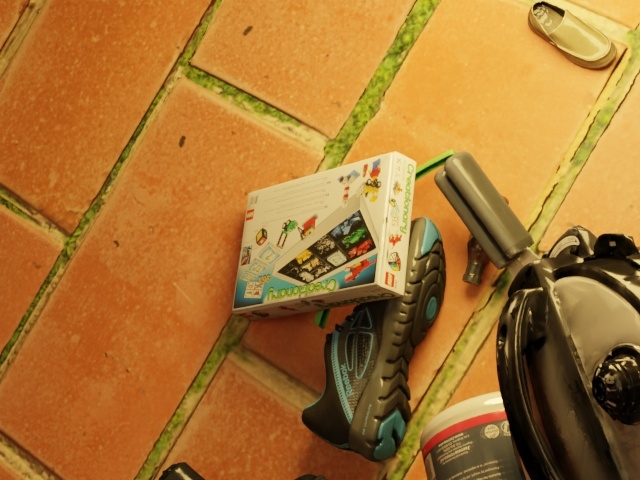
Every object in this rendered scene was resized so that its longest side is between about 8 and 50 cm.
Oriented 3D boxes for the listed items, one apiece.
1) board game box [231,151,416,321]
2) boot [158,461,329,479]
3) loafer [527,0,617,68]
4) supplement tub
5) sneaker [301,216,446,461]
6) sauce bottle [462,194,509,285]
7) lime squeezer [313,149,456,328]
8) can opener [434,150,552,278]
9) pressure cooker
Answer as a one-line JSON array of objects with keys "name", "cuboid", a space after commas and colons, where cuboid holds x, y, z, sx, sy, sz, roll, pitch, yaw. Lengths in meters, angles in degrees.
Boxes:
[{"name": "board game box", "cuboid": [0.000, 0.000, 1.797, 0.305, 0.053, 0.193, -12, 64, 46]}, {"name": "boot", "cuboid": [-0.126, 0.364, 1.727, 0.207, 0.094, 0.246, 38, 104, 18]}, {"name": "loafer", "cuboid": [0.347, -0.289, 1.795, 0.148, 0.050, 0.056, 34, 91, 28]}, {"name": "supplement tub", "cuboid": [0.237, 0.339, 1.571, 0.191, 0.191, 0.272, -21, 58, 18]}, {"name": "sneaker", "cuboid": [0.073, 0.123, 1.764, 0.139, 0.125, 0.341, 14, 80, 30]}, {"name": "sauce bottle", "cuboid": [0.225, -0.002, 1.775, 0.042, 0.042, 0.128, 14, 80, 27]}, {"name": "lime squeezer", "cuboid": [0.065, -0.025, 1.828, 0.310, 0.059, 0.110, -51, 22, 1]}, {"name": "can opener", "cuboid": [0.262, -0.001, 1.723, 0.093, 0.074, 0.280, -34, 79, -30]}, {"name": "pressure cooker", "cuboid": [0.394, 0.174, 1.384, 0.370, 0.420, 0.376, -145, 53, -60]}]
